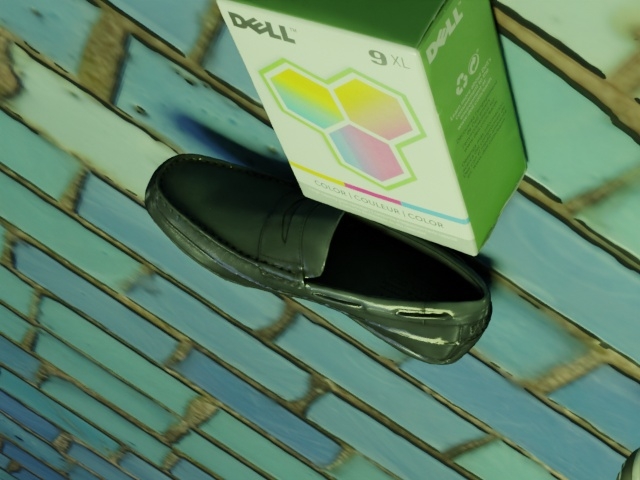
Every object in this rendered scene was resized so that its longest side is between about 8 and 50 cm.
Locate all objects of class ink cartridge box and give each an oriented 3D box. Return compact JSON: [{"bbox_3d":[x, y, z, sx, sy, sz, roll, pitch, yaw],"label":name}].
[{"bbox_3d":[0.023,-0.089,0.687,0.109,0.062,0.209,20,153,29],"label":"ink cartridge box"}]

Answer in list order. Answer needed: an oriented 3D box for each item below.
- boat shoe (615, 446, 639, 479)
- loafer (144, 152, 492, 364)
[{"bbox_3d":[0.292,0.216,0.887,0.305,0.109,0.091,33,152,-11],"label":"boat shoe"},{"bbox_3d":[0.000,0.000,0.879,0.223,0.076,0.078,25,150,5],"label":"loafer"}]
